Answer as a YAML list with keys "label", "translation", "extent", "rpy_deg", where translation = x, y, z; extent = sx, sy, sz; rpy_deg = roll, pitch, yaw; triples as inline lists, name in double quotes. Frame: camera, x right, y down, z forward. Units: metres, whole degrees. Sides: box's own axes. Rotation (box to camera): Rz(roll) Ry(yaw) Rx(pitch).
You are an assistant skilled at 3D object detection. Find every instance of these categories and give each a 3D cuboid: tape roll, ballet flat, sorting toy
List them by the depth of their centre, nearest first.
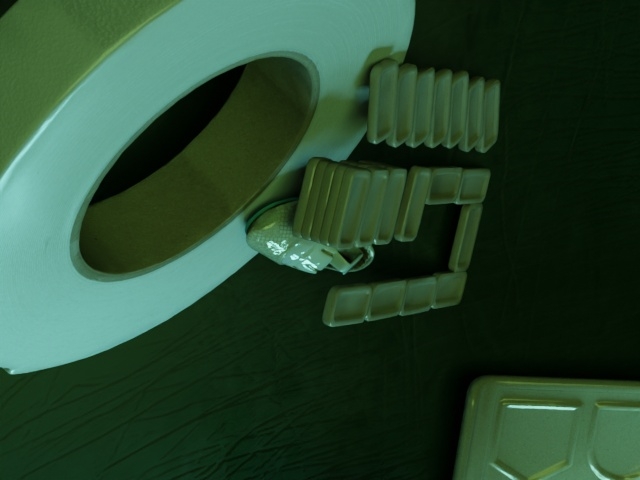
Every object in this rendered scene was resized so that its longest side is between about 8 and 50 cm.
- label: "tape roll"
  translation: [-0.103, -0.069, 1.116]
  extent: [0.392, 0.392, 0.072]
  rpy_deg: [-41, 70, -6]
- label: "ballet flat"
  translation: [0.000, 0.000, 1.268]
  extent: [0.057, 0.168, 0.052]
  rpy_deg: [-45, 73, 17]
- label: "sorting toy"
  translation: [0.208, 0.259, 1.471]
  extent: [0.229, 0.041, 0.307]
  rpy_deg: [2, 109, -17]

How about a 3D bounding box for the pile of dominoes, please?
- label: "pile of dominoes"
  translation: [0.062, -0.040, 1.280]
  extent: [0.251, 0.040, 0.196]
  rpy_deg: [-4, 109, -62]
